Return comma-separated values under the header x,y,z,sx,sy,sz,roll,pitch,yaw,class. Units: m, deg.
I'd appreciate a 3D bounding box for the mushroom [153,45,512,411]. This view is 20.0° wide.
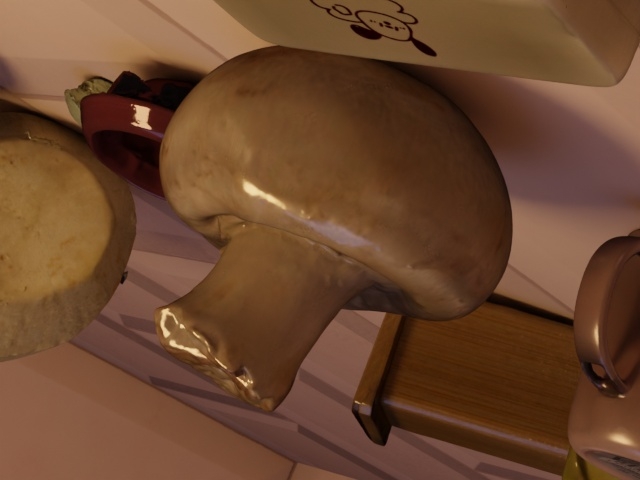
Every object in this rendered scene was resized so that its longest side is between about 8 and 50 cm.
x,y,z,sx,sy,sz,roll,pitch,yaw,class
0.000,0.000,1.471,0.297,0.290,0.297,23,168,5,mushroom

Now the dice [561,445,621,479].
x,y,z,sx,sy,sz,roll,pitch,yaw,class
0.376,0.206,1.786,0.233,0.238,0.227,20,166,14,dice

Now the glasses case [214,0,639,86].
x,y,z,sx,sy,sz,roll,pitch,yaw,class
0.052,-0.172,1.181,0.313,0.070,0.131,13,164,39,glasses case

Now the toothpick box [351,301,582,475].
x,y,z,sx,sy,sz,roll,pitch,yaw,class
0.217,0.166,2.050,0.308,0.190,0.187,16,164,12,toothpick box

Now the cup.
x,y,z,sx,sy,sz,roll,pitch,yaw,class
0.305,0.105,1.581,0.253,0.200,0.191,34,163,-38,cup

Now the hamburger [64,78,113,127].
x,y,z,sx,sy,sz,roll,pitch,yaw,class
-0.212,-0.126,1.876,0.121,0.054,0.084,29,170,-13,hamburger

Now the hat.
x,y,z,sx,sy,sz,roll,pitch,yaw,class
-0.134,-0.103,1.746,0.205,0.089,0.205,20,162,7,hat

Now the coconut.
x,y,z,sx,sy,sz,roll,pitch,yaw,class
-0.378,0.001,2.144,0.323,0.323,0.323,22,167,5,coconut
